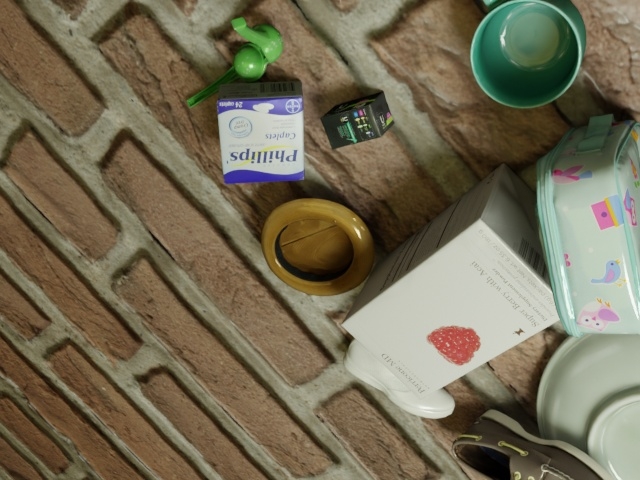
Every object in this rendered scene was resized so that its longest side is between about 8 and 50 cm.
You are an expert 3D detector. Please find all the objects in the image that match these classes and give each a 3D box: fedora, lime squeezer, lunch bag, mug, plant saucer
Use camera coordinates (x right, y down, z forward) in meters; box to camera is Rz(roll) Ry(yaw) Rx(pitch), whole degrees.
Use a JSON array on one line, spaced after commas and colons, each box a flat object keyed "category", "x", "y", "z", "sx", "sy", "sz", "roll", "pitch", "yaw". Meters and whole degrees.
[{"category": "fedora", "x": 0.000, "y": 0.000, "z": 1.148, "sx": 0.194, "sy": 0.079, "sz": 0.194, "roll": 8, "pitch": 121, "yaw": 15}, {"category": "lime squeezer", "x": -0.113, "y": -0.259, "z": 1.030, "sx": 0.059, "sy": 0.110, "sz": 0.310, "roll": 51, "pitch": 158, "yaw": -8}, {"category": "lunch bag", "x": 0.336, "y": -0.028, "z": 0.842, "sx": 0.107, "sy": 0.279, "sz": 0.224, "roll": -11, "pitch": 104, "yaw": 30}, {"category": "mug", "x": 0.255, "y": -0.250, "z": 0.853, "sx": 0.129, "sy": 0.097, "sz": 0.158, "roll": 9, "pitch": 122, "yaw": 22}, {"category": "plant saucer", "x": 0.503, "y": 0.295, "z": 1.014, "sx": 0.400, "sy": 0.100, "sz": 0.401, "roll": 11, "pitch": 113, "yaw": 29}]

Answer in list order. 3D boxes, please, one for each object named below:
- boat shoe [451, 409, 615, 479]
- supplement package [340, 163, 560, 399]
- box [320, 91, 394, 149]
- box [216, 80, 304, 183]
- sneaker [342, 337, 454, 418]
[{"category": "boat shoe", "x": 0.329, "y": 0.361, "z": 1.094, "sx": 0.324, "sy": 0.096, "sz": 0.117, "roll": 16, "pitch": 130, "yaw": 64}, {"category": "supplement package", "x": 0.204, "y": 0.066, "z": 1.027, "sx": 0.177, "sy": 0.175, "sz": 0.293, "roll": 43, "pitch": 129, "yaw": -5}, {"category": "box", "x": 0.054, "y": -0.174, "z": 1.022, "sx": 0.083, "sy": 0.062, "sz": 0.052, "roll": -11, "pitch": 113, "yaw": 31}, {"category": "box", "x": -0.087, "y": -0.162, "z": 1.062, "sx": 0.126, "sy": 0.072, "sz": 0.137, "roll": -3, "pitch": 122, "yaw": -3}, {"category": "sneaker", "x": 0.145, "y": 0.228, "z": 1.228, "sx": 0.212, "sy": 0.080, "sz": 0.094, "roll": 27, "pitch": 116, "yaw": 10}]
